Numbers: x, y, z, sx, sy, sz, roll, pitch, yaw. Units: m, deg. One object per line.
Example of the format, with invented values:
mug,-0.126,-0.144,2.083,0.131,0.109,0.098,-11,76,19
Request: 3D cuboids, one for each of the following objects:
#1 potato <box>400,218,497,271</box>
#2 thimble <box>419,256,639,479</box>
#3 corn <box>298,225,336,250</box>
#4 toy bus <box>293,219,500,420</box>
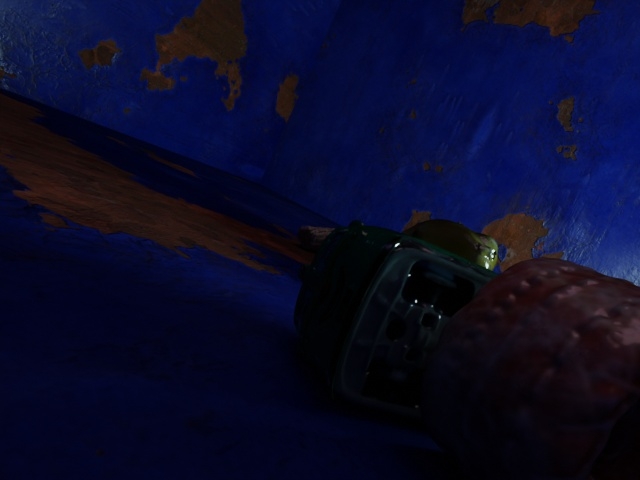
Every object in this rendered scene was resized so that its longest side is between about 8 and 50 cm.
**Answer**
potato,0.323,0.043,1.239,0.218,0.202,0.351,-9,2,-23
thimble,0.226,0.141,0.413,0.239,0.239,0.162,22,7,-27
corn,0.000,0.000,1.441,0.087,0.087,0.211,28,13,27
toy bus,0.134,0.103,0.577,0.344,0.183,0.199,23,3,-27
